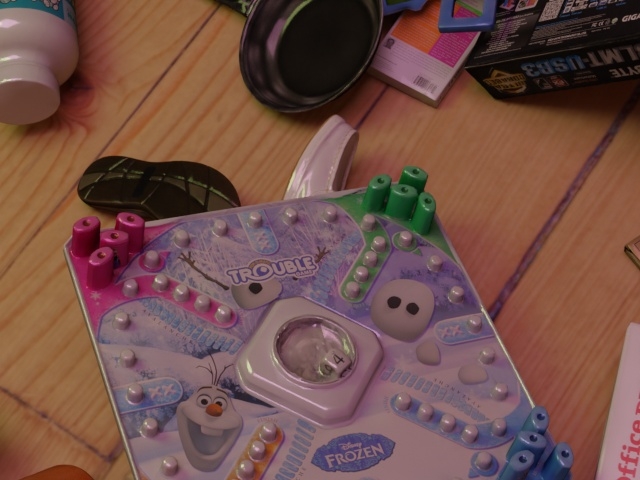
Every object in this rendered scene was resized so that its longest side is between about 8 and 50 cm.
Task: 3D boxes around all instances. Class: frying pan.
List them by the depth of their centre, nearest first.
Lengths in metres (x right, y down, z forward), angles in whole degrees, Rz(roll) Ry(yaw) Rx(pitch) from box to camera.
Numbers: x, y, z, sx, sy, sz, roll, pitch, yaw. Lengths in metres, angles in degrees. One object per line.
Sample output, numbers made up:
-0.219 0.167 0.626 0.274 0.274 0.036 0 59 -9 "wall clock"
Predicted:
-0.060 -0.240 1.645 0.326 0.053 0.197 4 75 35 "frying pan"

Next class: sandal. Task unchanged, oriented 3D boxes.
-0.178 -0.042 1.568 0.219 0.060 0.090 8 58 29 "sandal"

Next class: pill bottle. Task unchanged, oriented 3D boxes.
-0.365 -0.272 1.659 0.146 0.146 0.264 -12 63 3 "pill bottle"

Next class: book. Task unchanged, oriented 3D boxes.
0.133 -0.234 1.624 0.096 0.035 0.144 30 72 18 "book"

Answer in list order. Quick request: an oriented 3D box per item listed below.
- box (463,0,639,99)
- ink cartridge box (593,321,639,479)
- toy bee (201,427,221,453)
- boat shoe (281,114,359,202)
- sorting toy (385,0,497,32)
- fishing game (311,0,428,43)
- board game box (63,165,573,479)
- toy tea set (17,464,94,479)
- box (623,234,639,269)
0.327 -0.302 1.513 0.295 0.073 0.293 -4 53 53 "box"
0.402 0.211 1.310 0.273 0.115 0.198 11 66 14 "ink cartridge box"
-0.006 0.172 1.389 0.298 0.162 0.195 1 67 -23 "toy bee"
0.000 0.000 1.496 0.096 0.098 0.277 17 77 16 "boat shoe"
0.184 -0.387 1.596 0.196 0.047 0.348 14 63 24 "sorting toy"
0.095 -0.348 1.651 0.264 0.041 0.189 -33 54 4 "fishing game"
-0.006 0.103 1.303 0.390 0.050 0.390 -10 54 -20 "board game box"
-0.357 0.249 1.438 0.336 0.124 0.200 47 108 22 "toy tea set"
0.449 0.014 1.454 0.201 0.021 0.164 -32 63 -8 "box"
